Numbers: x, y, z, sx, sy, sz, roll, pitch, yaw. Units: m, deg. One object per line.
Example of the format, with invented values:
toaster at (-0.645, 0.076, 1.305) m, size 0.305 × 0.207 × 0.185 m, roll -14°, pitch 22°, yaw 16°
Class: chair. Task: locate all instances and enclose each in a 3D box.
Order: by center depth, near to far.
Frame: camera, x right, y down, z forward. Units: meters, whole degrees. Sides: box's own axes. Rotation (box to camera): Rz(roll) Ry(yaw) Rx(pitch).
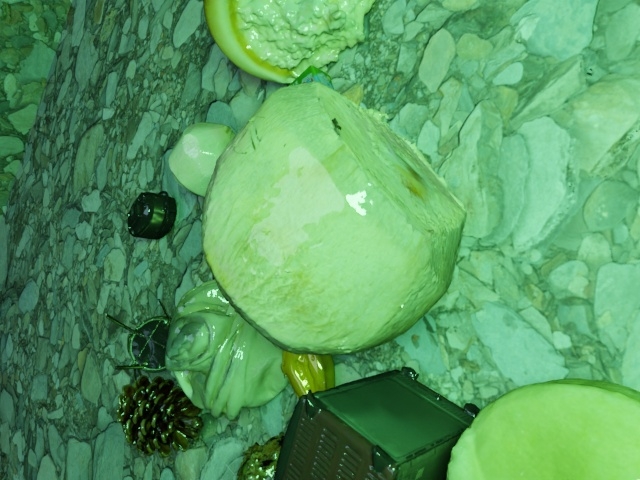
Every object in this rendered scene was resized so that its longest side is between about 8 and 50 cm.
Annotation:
chair at (-0.432, 0.269, 1.286) m, size 0.325 × 0.170 × 0.159 m, roll 97°, pitch 154°, yaw -67°

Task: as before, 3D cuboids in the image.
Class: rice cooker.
rice cooker at (-0.471, -0.069, 1.392) m, size 0.165 × 0.107 × 0.112 m, roll -42°, pitch 53°, yaw 42°

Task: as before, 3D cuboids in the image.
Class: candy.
candy at (-0.010, -0.249, 1.026) m, size 0.097 × 0.062 × 0.194 m, roll -32°, pitch 62°, yaw 35°

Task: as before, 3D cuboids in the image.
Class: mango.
mango at (-0.018, 0.250, 0.953) m, size 0.101 × 0.066 × 0.187 m, roll -26°, pitch 72°, yaw 28°

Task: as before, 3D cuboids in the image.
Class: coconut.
coconut at (0.000, 0.000, 0.767) m, size 0.405 × 0.405 × 0.404 m, roll -8°, pitch 78°, yaw 42°
coconut at (-0.258, -0.196, 1.181) m, size 0.183 × 0.171 × 0.170 m, roll -38°, pitch 60°, yaw 35°

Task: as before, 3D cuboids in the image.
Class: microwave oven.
microwave oven at (0.079, 0.297, 0.694) m, size 0.188 × 0.248 × 0.177 m, roll 28°, pitch 106°, yaw 41°

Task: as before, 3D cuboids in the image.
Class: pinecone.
pinecone at (-0.371, 0.419, 1.175) m, size 0.213 × 0.185 × 0.168 m, roll 20°, pitch 73°, yaw 24°

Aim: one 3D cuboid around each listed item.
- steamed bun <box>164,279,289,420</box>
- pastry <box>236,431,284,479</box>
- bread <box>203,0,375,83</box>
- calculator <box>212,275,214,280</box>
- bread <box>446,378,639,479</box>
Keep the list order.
steamed bun at (-0.213, 0.226, 1.038) m, size 0.268 × 0.207 × 0.280 m, roll -39°, pitch 61°, yaw 32°
pastry at (-0.070, 0.423, 0.844) m, size 0.275 × 0.193 × 0.274 m, roll -43°, pitch 21°, yaw 22°
bread at (-0.034, -0.527, 1.012) m, size 0.424 × 0.329 × 0.245 m, roll -41°, pitch 17°, yaw 31°
calculator at (-0.199, 0.045, 1.173) m, size 0.191 × 0.034 × 0.126 m, roll -13°, pitch 76°, yaw 42°
bread at (0.298, 0.316, 0.546) m, size 0.321 × 0.237 × 0.320 m, roll -11°, pitch 67°, yaw 28°
